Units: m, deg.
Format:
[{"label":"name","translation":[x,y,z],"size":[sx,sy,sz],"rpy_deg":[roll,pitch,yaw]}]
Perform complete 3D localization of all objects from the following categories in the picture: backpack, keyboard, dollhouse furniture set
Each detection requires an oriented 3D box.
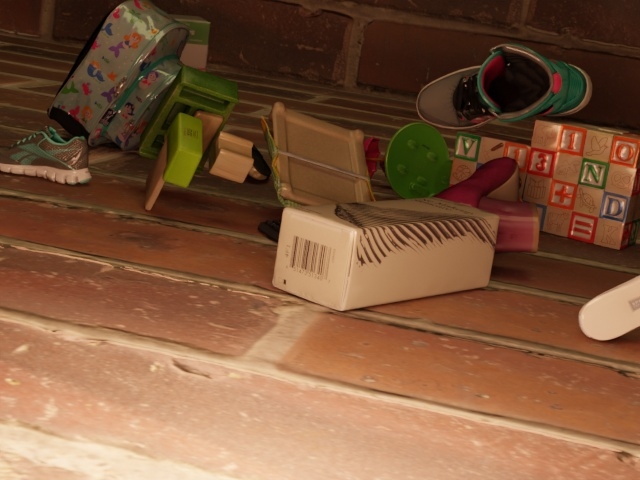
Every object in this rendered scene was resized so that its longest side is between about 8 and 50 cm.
[{"label":"backpack","translation":[-0.326,-0.284,2.119],"size":[0.191,0.253,0.225],"rpy_deg":[31,15,7]},{"label":"keyboard","translation":[0.000,0.000,1.564],"size":[0.108,0.023,0.180],"rpy_deg":[3,14,-25]},{"label":"dollhouse furniture set","translation":[-0.088,-0.088,1.717],"size":[0.302,0.151,0.197],"rpy_deg":[17,41,-21]}]

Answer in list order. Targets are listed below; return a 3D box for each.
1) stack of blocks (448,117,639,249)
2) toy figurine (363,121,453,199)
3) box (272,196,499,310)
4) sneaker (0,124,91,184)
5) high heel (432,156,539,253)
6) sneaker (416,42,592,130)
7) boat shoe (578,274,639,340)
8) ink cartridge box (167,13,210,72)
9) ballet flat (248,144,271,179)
[{"label":"stack of blocks","translation":[0.359,-0.105,1.937],"size":[0.297,0.171,0.087],"rpy_deg":[14,13,29]},{"label":"toy figurine","translation":[0.135,-0.127,2.079],"size":[0.173,0.130,0.159],"rpy_deg":[26,-9,-31]},{"label":"box","translation":[0.080,0.010,1.398],"size":[0.113,0.094,0.275],"rpy_deg":[18,16,38]},{"label":"sneaker","translation":[-0.404,-0.130,1.761],"size":[0.167,0.076,0.065],"rpy_deg":[10,11,7]},{"label":"high heel","translation":[0.190,-0.051,1.712],"size":[0.181,0.127,0.377],"rpy_deg":[2,8,1]},{"label":"sneaker","translation":[0.266,-0.237,1.958],"size":[0.296,0.123,0.178],"rpy_deg":[-5,-5,28]},{"label":"boat shoe","translation":[0.366,0.061,1.326],"size":[0.184,0.066,0.063],"rpy_deg":[-27,0,4]},{"label":"ink cartridge box","translation":[-0.299,-0.371,2.628],"size":[0.093,0.212,0.154],"rpy_deg":[1,14,-16]},{"label":"ballet flat","translation":[-0.116,-0.124,2.037],"size":[0.057,0.049,0.173],"rpy_deg":[52,3,-16]}]
